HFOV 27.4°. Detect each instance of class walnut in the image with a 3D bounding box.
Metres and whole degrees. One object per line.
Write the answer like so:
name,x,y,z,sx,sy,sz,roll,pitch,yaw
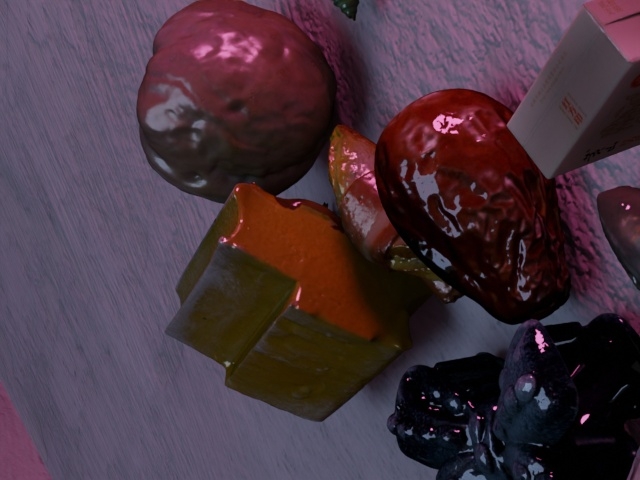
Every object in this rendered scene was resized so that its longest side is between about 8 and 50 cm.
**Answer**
walnut,-0.095,-0.158,1.527,0.248,0.248,0.248,36,135,48

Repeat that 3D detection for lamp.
lamp,0.309,0.025,1.051,0.250,0.101,0.101,49,144,47

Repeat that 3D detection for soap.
soap,-0.036,0.078,1.543,0.259,0.143,0.281,28,150,-5

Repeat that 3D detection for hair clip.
hair clip,0.203,0.194,1.268,0.310,0.194,0.206,148,115,-63

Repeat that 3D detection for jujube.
jujube,0.151,-0.029,1.246,0.236,0.168,0.168,60,150,10

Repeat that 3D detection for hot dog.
hot dog,0.082,-0.015,1.402,0.093,0.123,0.261,-55,54,26

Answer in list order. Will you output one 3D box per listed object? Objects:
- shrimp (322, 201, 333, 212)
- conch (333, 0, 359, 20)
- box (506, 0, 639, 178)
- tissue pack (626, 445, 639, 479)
shrimp,0.000,0.000,1.663,0.083,0.023,0.114,28,132,56
conch,0.009,-0.335,1.415,0.095,0.080,0.200,127,139,-71
box,0.250,-0.130,0.964,0.058,0.201,0.141,56,149,21
tissue pack,0.334,0.272,0.970,0.229,0.145,0.159,36,165,-31
